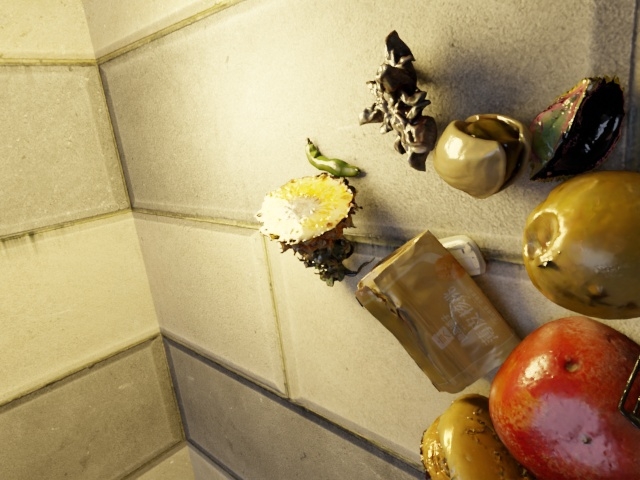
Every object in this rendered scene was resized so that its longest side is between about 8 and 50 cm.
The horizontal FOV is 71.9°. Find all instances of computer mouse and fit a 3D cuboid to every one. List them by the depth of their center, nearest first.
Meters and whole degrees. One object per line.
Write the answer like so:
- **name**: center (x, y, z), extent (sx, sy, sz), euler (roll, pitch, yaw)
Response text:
- **computer mouse**: center (0.276, 0.049, 0.984), extent (0.199, 0.045, 0.102), euler (-22, 95, 51)

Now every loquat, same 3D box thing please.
- **loquat**: center (0.448, 0.008, 0.680), extent (0.244, 0.244, 0.243), euler (19, 119, 39)

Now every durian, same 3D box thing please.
- **durian**: center (0.416, -0.184, 0.736), extent (0.108, 0.119, 0.186), euler (-110, 37, -61)

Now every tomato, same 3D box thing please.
- **tomato**: center (0.457, 0.312, 0.756), extent (0.339, 0.144, 0.337), euler (-2, 85, 28)

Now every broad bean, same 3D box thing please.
- **broad bean**: center (0.020, -0.201, 1.143), extent (0.195, 0.046, 0.061), euler (39, 132, 30)

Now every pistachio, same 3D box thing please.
- **pistachio**: center (0.283, -0.153, 0.791), extent (0.153, 0.138, 0.238), euler (64, 177, -2)

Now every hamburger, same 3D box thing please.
- **hamburger**: center (0.355, 0.486, 0.907), extent (0.304, 0.284, 0.174), euler (46, 120, 21)

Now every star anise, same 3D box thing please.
- **star anise**: center (0.161, -0.272, 0.896), extent (0.212, 0.129, 0.282), euler (-139, 26, -73)

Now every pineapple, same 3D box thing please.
- **pineapple**: center (0.000, 0.000, 1.145), extent (0.263, 0.262, 0.271), euler (26, 151, 36)

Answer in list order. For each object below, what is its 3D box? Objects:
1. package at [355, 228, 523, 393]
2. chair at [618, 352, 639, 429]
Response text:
- **package**: center (0.233, 0.167, 0.948), extent (0.311, 0.165, 0.221), euler (51, 141, 1)
- **chair**: center (0.527, 0.179, 0.649), extent (0.084, 0.212, 0.101), euler (28, 161, 21)
